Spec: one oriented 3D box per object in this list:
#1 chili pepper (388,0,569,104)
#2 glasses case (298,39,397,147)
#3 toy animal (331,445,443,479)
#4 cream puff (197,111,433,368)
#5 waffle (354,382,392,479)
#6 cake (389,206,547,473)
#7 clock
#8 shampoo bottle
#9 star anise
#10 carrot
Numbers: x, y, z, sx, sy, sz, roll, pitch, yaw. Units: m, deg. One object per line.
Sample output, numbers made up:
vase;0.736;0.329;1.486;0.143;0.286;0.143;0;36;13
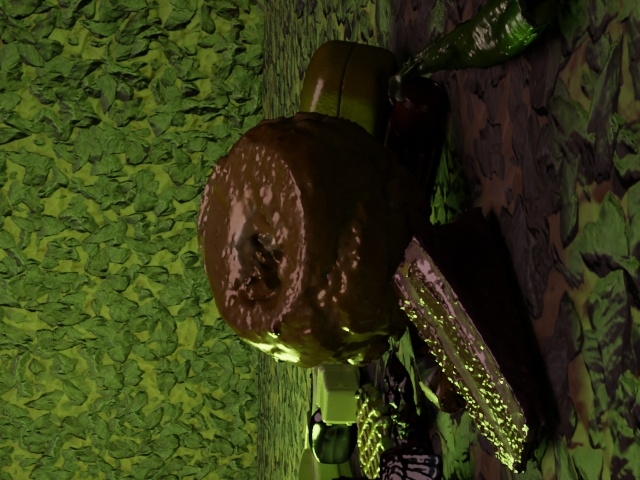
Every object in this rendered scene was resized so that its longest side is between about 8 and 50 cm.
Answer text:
chili pepper;0.161;-0.205;1.043;0.359;0.076;0.085;160;126;-75
glasses case;0.029;-0.126;1.522;0.173;0.141;0.371;-65;-16;-55
toy animal;0.093;0.354;1.282;0.116;0.179;0.218;-58;-25;-61
cream puff;0.000;0.000;1.294;0.343;0.231;0.327;-7;88;54
waffle;0.091;0.336;1.686;0.169;0.036;0.183;-125;32;-67
cake;0.160;0.101;1.071;0.116;0.113;0.295;97;161;-52
clock;0.016;0.387;1.909;0.276;0.120;0.379;-103;14;-70
shampoo bottle;0.115;-0.100;1.359;0.260;0.064;0.102;99;164;-46
star anise;0.124;0.271;1.434;0.157;0.053;0.212;-155;65;-80
carrot;0.141;0.123;1.288;0.229;0.069;0.069;-104;15;-50
